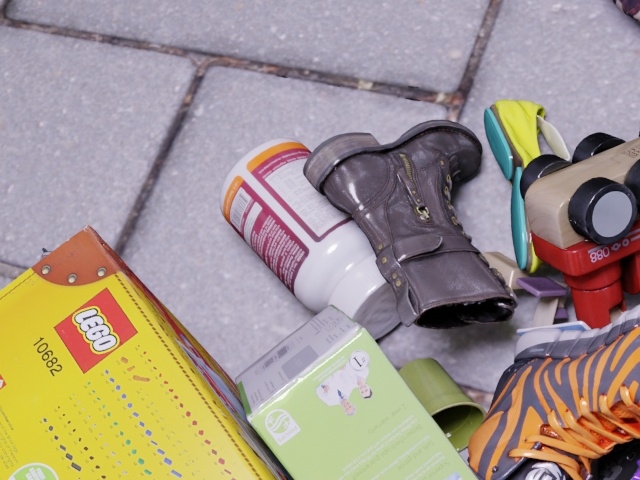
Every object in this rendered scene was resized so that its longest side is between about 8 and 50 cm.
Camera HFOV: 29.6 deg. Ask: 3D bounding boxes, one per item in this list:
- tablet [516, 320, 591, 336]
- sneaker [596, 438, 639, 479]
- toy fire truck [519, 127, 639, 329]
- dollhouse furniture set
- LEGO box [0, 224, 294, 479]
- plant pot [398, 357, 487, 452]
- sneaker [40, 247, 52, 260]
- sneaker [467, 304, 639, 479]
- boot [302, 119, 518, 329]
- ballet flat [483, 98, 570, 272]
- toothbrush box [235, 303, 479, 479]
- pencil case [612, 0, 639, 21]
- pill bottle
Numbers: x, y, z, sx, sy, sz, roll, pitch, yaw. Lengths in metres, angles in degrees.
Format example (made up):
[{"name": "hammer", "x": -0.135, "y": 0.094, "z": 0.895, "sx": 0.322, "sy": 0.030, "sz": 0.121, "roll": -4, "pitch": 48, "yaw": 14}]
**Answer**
[{"name": "tablet", "x": 0.235, "y": 0.098, "z": 1.170, "sx": 0.083, "sy": 0.054, "sz": 0.006, "roll": -14, "pitch": 40, "yaw": 50}, {"name": "sneaker", "x": 0.280, "y": 0.254, "z": 1.086, "sx": 0.293, "sy": 0.102, "sz": 0.146, "roll": -30, "pitch": 53, "yaw": -3}, {"name": "toy fire truck", "x": 0.330, "y": 0.024, "z": 1.163, "sx": 0.217, "sy": 0.246, "sz": 0.158, "roll": -23, "pitch": 25, "yaw": -16}, {"name": "dollhouse furniture set", "x": 0.212, "y": 0.066, "z": 1.247, "sx": 0.114, "sy": 0.091, "sz": 0.081, "roll": 36, "pitch": 120, "yaw": 51}, {"name": "LEGO box", "x": -0.079, "y": 0.284, "z": 1.014, "sx": 0.193, "sy": 0.372, "sz": 0.500, "roll": -38, "pitch": 60, "yaw": -4}, {"name": "plant pot", "x": 0.111, "y": 0.160, "z": 1.196, "sx": 0.083, "sy": 0.083, "sz": 0.079, "roll": -28, "pitch": 47, "yaw": 2}, {"name": "sneaker", "x": -0.325, "y": 0.039, "z": 1.410, "sx": 0.098, "sy": 0.038, "sz": 0.069, "roll": -14, "pitch": 59, "yaw": -1}, {"name": "sneaker", "x": 0.245, "y": 0.164, "z": 1.040, "sx": 0.124, "sy": 0.321, "sz": 0.180, "roll": 38, "pitch": 66, "yaw": -12}, {"name": "boot", "x": 0.120, "y": -0.008, "z": 1.209, "sx": 0.263, "sy": 0.091, "sz": 0.229, "roll": -11, "pitch": 54, "yaw": -42}, {"name": "ballet flat", "x": 0.226, "y": -0.065, "z": 1.259, "sx": 0.077, "sy": 0.077, "sz": 0.231, "roll": -4, "pitch": 48, "yaw": -2}, {"name": "toothbrush box", "x": 0.060, "y": 0.207, "z": 1.036, "sx": 0.122, "sy": 0.206, "sz": 0.283, "roll": -39, "pitch": 97, "yaw": -4}, {"name": "pencil case", "x": 0.315, "y": -0.395, "z": 1.350, "sx": 0.160, "sy": 0.183, "sz": 0.410, "roll": -34, "pitch": 60, "yaw": -2}, {"name": "pill bottle", "x": 0.000, "y": 0.000, "z": 1.279, "sx": 0.121, "sy": 0.121, "sz": 0.221, "roll": -40, "pitch": 60, "yaw": -6}]
